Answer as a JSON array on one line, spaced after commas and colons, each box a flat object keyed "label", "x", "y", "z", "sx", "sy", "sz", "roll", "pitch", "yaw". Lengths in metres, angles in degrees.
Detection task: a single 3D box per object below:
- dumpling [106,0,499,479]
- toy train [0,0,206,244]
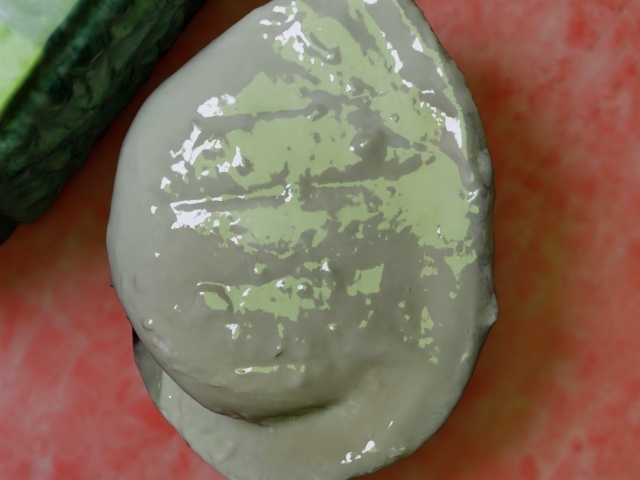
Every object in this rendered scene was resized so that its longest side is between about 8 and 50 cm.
[{"label": "dumpling", "x": -0.001, "y": 0.001, "z": 0.673, "sx": 0.150, "sy": 0.092, "sz": 0.176, "roll": 35, "pitch": 86, "yaw": 13}, {"label": "toy train", "x": -0.156, "y": -0.135, "z": 0.681, "sx": 0.238, "sy": 0.167, "sz": 0.299, "roll": 34, "pitch": 86, "yaw": 4}]
